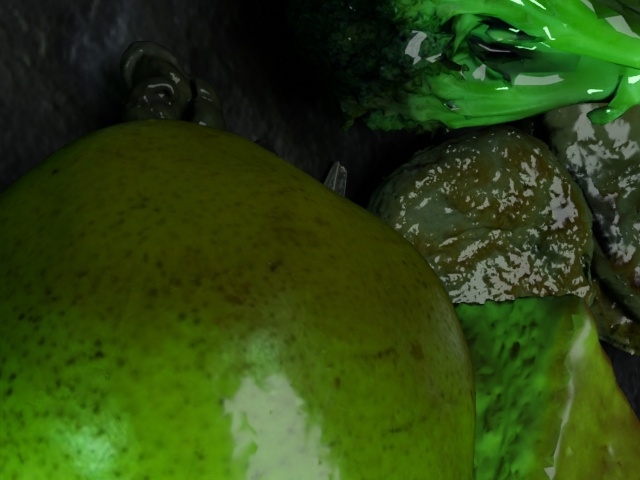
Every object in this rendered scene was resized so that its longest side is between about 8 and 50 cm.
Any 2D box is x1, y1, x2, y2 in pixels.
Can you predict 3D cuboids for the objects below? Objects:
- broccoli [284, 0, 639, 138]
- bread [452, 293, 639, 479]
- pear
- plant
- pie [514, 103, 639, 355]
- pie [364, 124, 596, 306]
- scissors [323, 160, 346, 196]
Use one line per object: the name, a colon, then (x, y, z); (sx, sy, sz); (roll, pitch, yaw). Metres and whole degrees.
broccoli: (0.104, -0.170, 0.947); (0.245, 0.294, 0.265); (27, 102, 3)
bread: (0.153, 0.213, 0.972); (0.362, 0.233, 0.244); (29, 67, -37)
pear: (-0.061, 0.095, 0.777); (0.294, 0.294, 0.294); (3, 84, -38)
plant: (-0.060, -0.040, 0.916); (0.174, 0.087, 0.085); (48, 17, -30)
pie: (0.228, -0.034, 1.135); (0.201, 0.090, 0.248); (-47, 111, -28)
pie: (0.102, 0.016, 1.039); (0.187, 0.041, 0.186); (-5, 101, -26)
scissors: (0.000, 0.000, 0.984); (0.014, 0.058, 0.119); (66, 34, -50)
